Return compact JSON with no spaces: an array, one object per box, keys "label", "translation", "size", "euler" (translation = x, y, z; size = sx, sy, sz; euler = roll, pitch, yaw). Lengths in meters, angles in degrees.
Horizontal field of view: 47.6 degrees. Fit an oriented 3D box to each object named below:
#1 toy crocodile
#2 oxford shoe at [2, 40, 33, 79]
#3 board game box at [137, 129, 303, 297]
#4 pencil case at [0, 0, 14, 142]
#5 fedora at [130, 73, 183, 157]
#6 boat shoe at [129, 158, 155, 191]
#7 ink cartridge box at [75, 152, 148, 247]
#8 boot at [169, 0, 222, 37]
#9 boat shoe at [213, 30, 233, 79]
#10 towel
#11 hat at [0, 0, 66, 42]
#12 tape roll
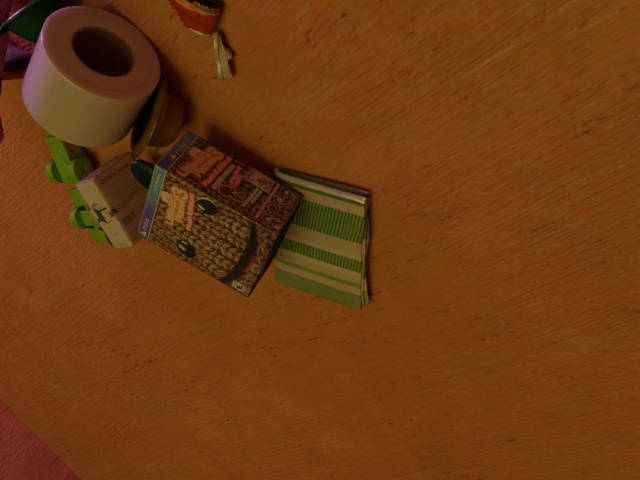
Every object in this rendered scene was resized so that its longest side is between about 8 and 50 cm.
[{"label":"toy crocodile","translation":[-0.609,-0.134,1.881],"size":[0.115,0.105,0.341],"euler":[-4,116,36]},{"label":"oxford shoe","translation":[-0.815,-0.467,1.729],"size":[0.363,0.130,0.133],"euler":[15,116,14]},{"label":"board game box","translation":[-0.222,-0.054,1.582],"size":[0.291,0.141,0.232],"euler":[29,135,2]},{"label":"pencil case","translation":[-0.760,-0.411,1.590],"size":[0.167,0.160,0.386],"euler":[6,91,32]},{"label":"fedora","translation":[-0.351,-0.264,1.588],"size":[0.079,0.194,0.194],"euler":[17,143,-28]},{"label":"boat shoe","translation":[-0.367,-0.141,1.730],"size":[0.183,0.066,0.066],"euler":[34,133,-2]},{"label":"ink cartridge box","translation":[-0.489,-0.098,1.792],"size":[0.082,0.139,0.191],"euler":[-9,118,39]},{"label":"boot","translation":[-0.272,-0.461,1.428],"size":[0.158,0.059,0.085],"euler":[32,140,6]},{"label":"boat shoe","translation":[-0.194,-0.374,1.465],"size":[0.035,0.035,0.100],"euler":[-4,121,3]},{"label":"towel","translation":[0.000,0.000,1.630],"size":[0.247,0.038,0.325],"euler":[17,132,22]},{"label":"hat","translation":[-0.563,-0.430,1.577],"size":[0.173,0.208,0.183],"euler":[-28,112,19]},{"label":"tape roll","translation":[-0.479,-0.341,1.516],"size":[0.246,0.246,0.169],"euler":[43,135,-4]}]
